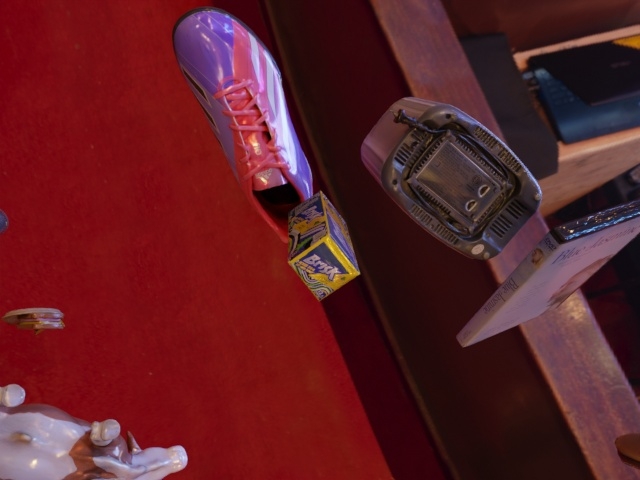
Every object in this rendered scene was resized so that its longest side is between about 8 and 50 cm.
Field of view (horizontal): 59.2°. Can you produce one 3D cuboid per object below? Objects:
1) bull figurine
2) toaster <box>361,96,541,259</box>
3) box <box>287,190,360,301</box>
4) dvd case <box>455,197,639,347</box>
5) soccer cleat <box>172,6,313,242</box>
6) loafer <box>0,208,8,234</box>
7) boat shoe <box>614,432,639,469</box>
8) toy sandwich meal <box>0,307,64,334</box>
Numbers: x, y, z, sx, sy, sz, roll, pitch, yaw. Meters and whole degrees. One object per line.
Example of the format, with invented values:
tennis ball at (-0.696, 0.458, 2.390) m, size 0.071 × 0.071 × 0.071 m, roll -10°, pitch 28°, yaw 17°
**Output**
bull figurine at (-0.298, 0.242, 0.643) m, size 0.310 × 0.188 × 0.101 m, roll 20°, pitch 57°, yaw -19°
toaster at (0.141, -0.086, 0.680) m, size 0.227 × 0.146 × 0.129 m, roll 33°, pitch 101°, yaw -21°
box at (0.000, 0.000, 0.645) m, size 0.054 × 0.169 × 0.059 m, roll -35°, pitch 108°, yaw 10°
dvd case at (0.288, 0.043, 0.689) m, size 0.180 × 0.253 × 0.022 m, roll -16°, pitch 60°, yaw -24°
soccer cleat at (-0.081, -0.131, 0.703) m, size 0.109 × 0.318 × 0.116 m, roll -18°, pitch 45°, yaw 7°
loafer at (-0.448, -0.029, 0.550) m, size 0.268 × 0.084 × 0.096 m, roll 11°, pitch 94°, yaw 2°
boat shoe at (0.557, 0.343, 0.844) m, size 0.073 × 0.207 × 0.073 m, roll -27°, pitch 105°, yaw -40°
toy sandwich meal at (-0.389, 0.112, 0.768) m, size 0.086 × 0.085 × 0.029 m, roll -5°, pitch 74°, yaw -11°
